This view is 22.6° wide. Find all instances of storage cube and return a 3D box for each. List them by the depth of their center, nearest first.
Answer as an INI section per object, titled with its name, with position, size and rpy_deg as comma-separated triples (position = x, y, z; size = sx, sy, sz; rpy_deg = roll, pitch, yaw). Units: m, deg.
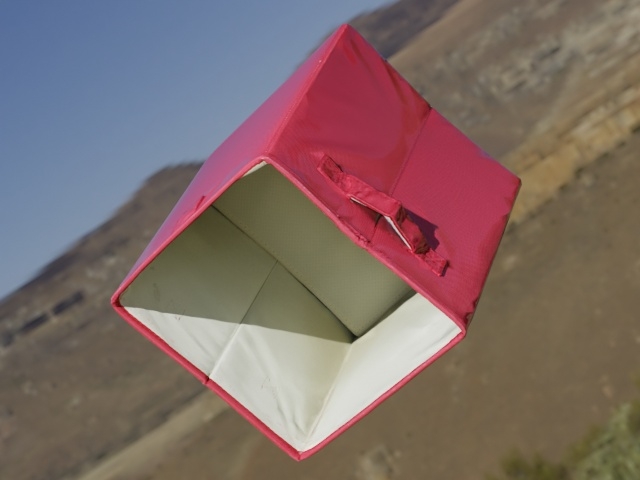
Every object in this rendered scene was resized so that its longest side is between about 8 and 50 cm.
[storage cube]
position = 0.000, 0.000, 1.136
size = 0.215, 0.183, 0.193
rpy_deg = -42, 13, 38
